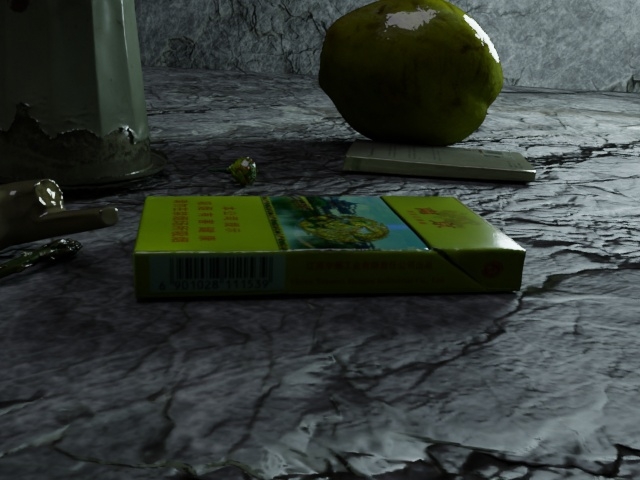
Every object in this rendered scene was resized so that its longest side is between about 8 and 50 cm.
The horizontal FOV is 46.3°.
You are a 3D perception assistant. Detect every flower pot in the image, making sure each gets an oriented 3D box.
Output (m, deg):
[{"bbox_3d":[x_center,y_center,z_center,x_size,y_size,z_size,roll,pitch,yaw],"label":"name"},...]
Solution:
[{"bbox_3d":[-0.344,-0.209,0.975,0.290,0.259,0.290,3,19,-1],"label":"flower pot"}]

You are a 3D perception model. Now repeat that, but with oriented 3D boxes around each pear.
[{"bbox_3d":[0.154,-0.291,1.305,0.321,0.269,0.269,20,16,-8],"label":"pear"}]

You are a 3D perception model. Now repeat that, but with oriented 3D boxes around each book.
[{"bbox_3d":[0.185,-0.130,1.184,0.282,0.025,0.215,5,16,8],"label":"book"}]

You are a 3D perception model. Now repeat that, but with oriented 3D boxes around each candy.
[{"bbox_3d":[-0.127,-0.095,1.035,0.123,0.035,0.035,7,59,53],"label":"candy"}]

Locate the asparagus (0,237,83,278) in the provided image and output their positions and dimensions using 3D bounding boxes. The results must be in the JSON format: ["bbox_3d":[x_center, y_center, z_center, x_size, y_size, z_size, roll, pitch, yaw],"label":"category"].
[{"bbox_3d":[-0.275,0.031,0.616,0.023,0.022,0.233,-38,-3,29],"label":"asparagus"}]

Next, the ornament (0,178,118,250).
[{"bbox_3d":[-0.300,-0.018,0.678,0.244,0.061,0.230,-3,14,36],"label":"ornament"}]

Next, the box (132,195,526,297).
[{"bbox_3d":[0.000,0.000,0.709,0.335,0.047,0.187,0,17,-10],"label":"box"}]
